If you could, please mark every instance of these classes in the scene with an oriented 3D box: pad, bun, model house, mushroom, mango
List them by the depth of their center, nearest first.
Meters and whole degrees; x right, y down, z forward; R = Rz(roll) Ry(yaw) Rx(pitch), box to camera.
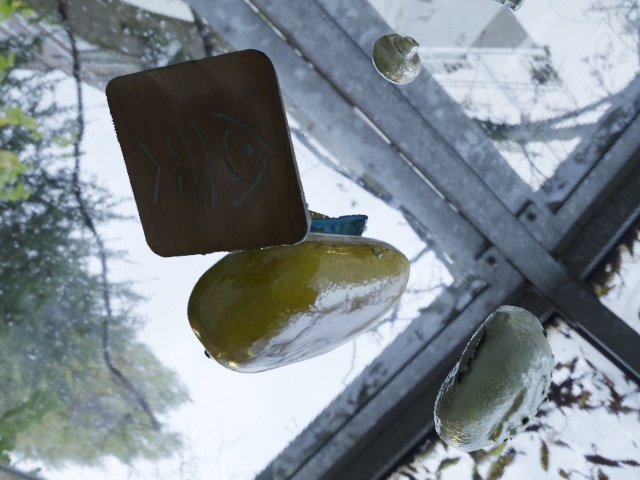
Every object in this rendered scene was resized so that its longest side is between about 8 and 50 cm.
[{"bbox_3d":[-0.166,-0.117,1.209,0.284,0.286,0.018,-6,-163,24],"label":"pad"},{"bbox_3d":[0.270,0.217,1.249,0.141,0.239,0.239,33,-95,18],"label":"bun"},{"bbox_3d":[0.118,-0.279,1.256,0.067,0.084,0.083,-50,-146,35],"label":"mushroom"},{"bbox_3d":[-0.032,0.100,1.573,0.445,0.301,0.220,-20,-127,-20],"label":"mango"},{"bbox_3d":[0.000,0.000,1.856,0.241,0.261,0.226,-37,-98,-11],"label":"model house"}]

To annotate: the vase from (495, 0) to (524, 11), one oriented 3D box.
[{"bbox_3d":[0.345,-0.639,1.955,0.143,0.299,0.143,-161,-90,-86],"label":"vase"}]
